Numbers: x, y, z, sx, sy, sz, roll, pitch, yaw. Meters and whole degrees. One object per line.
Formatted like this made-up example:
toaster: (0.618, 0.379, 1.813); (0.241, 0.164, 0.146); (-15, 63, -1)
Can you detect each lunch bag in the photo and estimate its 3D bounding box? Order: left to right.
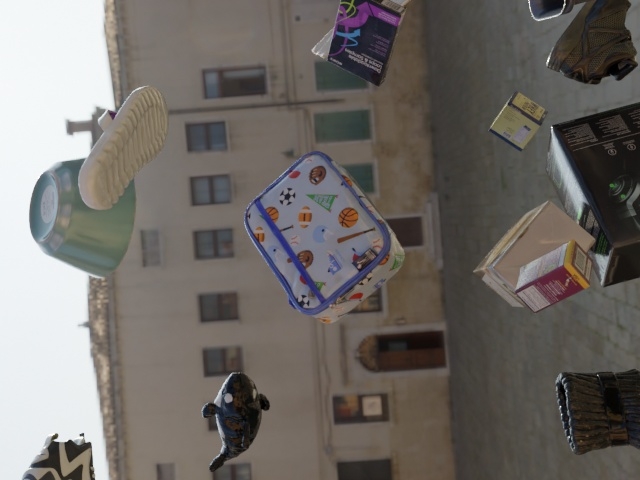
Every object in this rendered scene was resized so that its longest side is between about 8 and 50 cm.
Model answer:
lunch bag: (0.000, 0.000, 1.538); (0.303, 0.243, 0.115); (56, -170, 30)

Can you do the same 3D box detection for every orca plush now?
orca plush: (-0.195, 0.431, 1.812); (0.287, 0.151, 0.102); (-63, 28, 29)

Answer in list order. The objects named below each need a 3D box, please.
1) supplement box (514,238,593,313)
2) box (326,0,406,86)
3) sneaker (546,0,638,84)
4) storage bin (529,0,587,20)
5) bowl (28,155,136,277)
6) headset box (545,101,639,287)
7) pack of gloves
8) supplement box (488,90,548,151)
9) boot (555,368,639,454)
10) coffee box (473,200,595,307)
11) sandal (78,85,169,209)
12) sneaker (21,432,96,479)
supplement box: (0.287, 0.045, 0.995); (0.043, 0.083, 0.055); (45, -140, -12)
box: (0.080, -0.368, 1.454); (0.029, 0.116, 0.162); (-51, -16, -39)
sneaker: (0.490, -0.353, 1.351); (0.227, 0.130, 0.087); (-55, -11, -9)
storage bin: (0.280, -0.315, 0.869); (0.098, 0.091, 0.135); (-141, 39, -76)
bowl: (-0.585, -0.069, 1.935); (0.311, 0.163, 0.312); (-9, 78, 49)
headset box: (0.545, -0.082, 1.346); (0.131, 0.246, 0.283); (74, -179, -56)
pack of gloves: (0.104, -0.438, 1.647); (0.046, 0.232, 0.195); (43, -176, -30)
supplement box: (0.410, -0.247, 1.677); (0.056, 0.083, 0.083); (-51, -6, -47)
boot: (0.641, 0.407, 1.636); (0.348, 0.260, 0.131); (-101, 6, -45)
coffee box: (0.346, 0.030, 1.346); (0.098, 0.141, 0.246); (41, 179, 6)
sandal: (-0.446, -0.222, 1.780); (0.416, 0.102, 0.169); (-69, -20, -54)
sneaker: (-0.444, 0.445, 1.518); (0.235, 0.094, 0.153); (42, -139, -32)
